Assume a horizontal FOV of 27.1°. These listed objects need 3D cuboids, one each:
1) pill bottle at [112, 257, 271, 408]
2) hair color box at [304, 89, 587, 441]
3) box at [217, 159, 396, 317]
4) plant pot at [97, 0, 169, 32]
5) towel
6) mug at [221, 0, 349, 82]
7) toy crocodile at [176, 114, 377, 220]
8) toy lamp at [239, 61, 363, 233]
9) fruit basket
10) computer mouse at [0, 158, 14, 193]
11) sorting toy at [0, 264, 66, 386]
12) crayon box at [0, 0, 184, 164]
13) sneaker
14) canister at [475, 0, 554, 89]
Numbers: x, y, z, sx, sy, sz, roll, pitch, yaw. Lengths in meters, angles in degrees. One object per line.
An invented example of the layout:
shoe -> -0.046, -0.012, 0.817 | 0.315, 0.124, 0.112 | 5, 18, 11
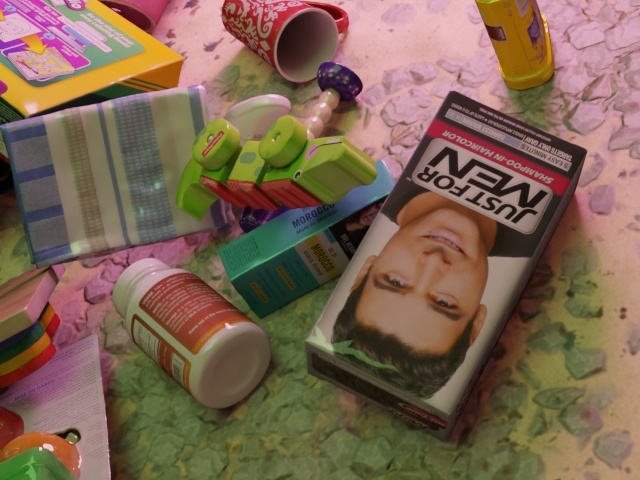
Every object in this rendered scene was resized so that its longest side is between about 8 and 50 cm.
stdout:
pill bottle -> -0.171, 0.111, 1.697 | 0.121, 0.121, 0.216 | -45, 50, -10
hair color box -> 0.151, 0.025, 1.570 | 0.185, 0.113, 0.374 | 26, 69, 13
box -> 0.000, 0.000, 1.710 | 0.244, 0.100, 0.060 | -29, 50, 5
plant pot -> -0.307, -0.441, 2.139 | 0.201, 0.201, 0.180 | 4, 75, 28
towel -> -0.270, -0.086, 1.794 | 0.285, 0.209, 0.034 | -12, 11, -12
mug -> -0.053, -0.315, 1.987 | 0.169, 0.150, 0.113 | 37, 114, 44
toy crocodile -> -0.065, -0.083, 1.669 | 0.340, 0.115, 0.105 | 2, 62, 47
toy lamp -> -0.029, -0.122, 1.829 | 0.080, 0.080, 0.274 | 13, 63, 33
fruit basket -> -0.404, 0.306, 1.675 | 0.327, 0.165, 0.353 | -27, 33, 6
computer mouse -> -0.536, -0.199, 2.138 | 0.272, 0.072, 0.188 | 28, 73, 38
sorting toy -> -0.456, 0.147, 1.761 | 0.257, 0.089, 0.255 | -27, 13, 5
crayon box -> -0.442, -0.278, 1.968 | 0.363, 0.106, 0.313 | 35, 39, 23
sneaker -> -0.119, -0.124, 1.873 | 0.212, 0.080, 0.094 | -31, 62, 29
canister -> 0.253, -0.302, 1.763 | 0.073, 0.170, 0.126 | -13, 51, 17
